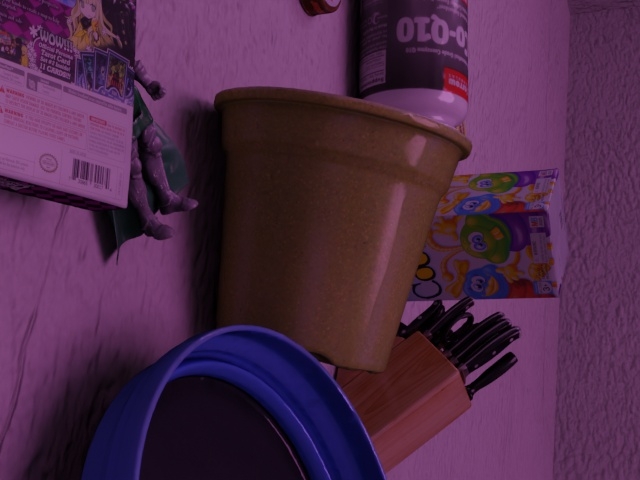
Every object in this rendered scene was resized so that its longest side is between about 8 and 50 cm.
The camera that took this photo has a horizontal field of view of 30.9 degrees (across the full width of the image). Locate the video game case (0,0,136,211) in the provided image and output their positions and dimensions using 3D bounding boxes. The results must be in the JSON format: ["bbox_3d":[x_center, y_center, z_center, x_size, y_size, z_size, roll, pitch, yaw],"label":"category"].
[{"bbox_3d":[-0.222,-0.142,0.826,0.232,0.041,0.210,15,73,-57],"label":"video game case"}]

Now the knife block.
[{"bbox_3d":[0.142,0.203,1.528,0.088,0.242,0.276,65,30,-44],"label":"knife block"}]

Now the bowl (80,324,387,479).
[{"bbox_3d":[-0.053,0.267,0.979,0.391,0.077,0.391,38,42,-45],"label":"bowl"}]

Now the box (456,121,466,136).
[{"bbox_3d":[0.193,-0.257,1.964,0.058,0.087,0.232,-28,114,-65],"label":"box"}]

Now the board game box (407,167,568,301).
[{"bbox_3d":[0.211,-0.006,1.696,0.142,0.275,0.144,-59,141,-56],"label":"board game box"}]

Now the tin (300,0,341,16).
[{"bbox_3d":[0.000,-0.390,1.535,0.106,0.040,0.190,35,55,-60],"label":"tin"}]

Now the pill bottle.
[{"bbox_3d":[0.136,-0.247,1.696,0.161,0.161,0.283,29,60,-66],"label":"pill bottle"}]

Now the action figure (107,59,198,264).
[{"bbox_3d":[-0.173,-0.112,0.994,0.137,0.063,0.232,-62,140,-49],"label":"action figure"}]

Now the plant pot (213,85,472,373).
[{"bbox_3d":[0.000,0.000,1.207,0.276,0.276,0.254,22,78,-68],"label":"plant pot"}]

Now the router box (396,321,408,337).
[{"bbox_3d":[0.123,0.201,1.759,0.179,0.046,0.133,35,55,-64],"label":"router box"}]
